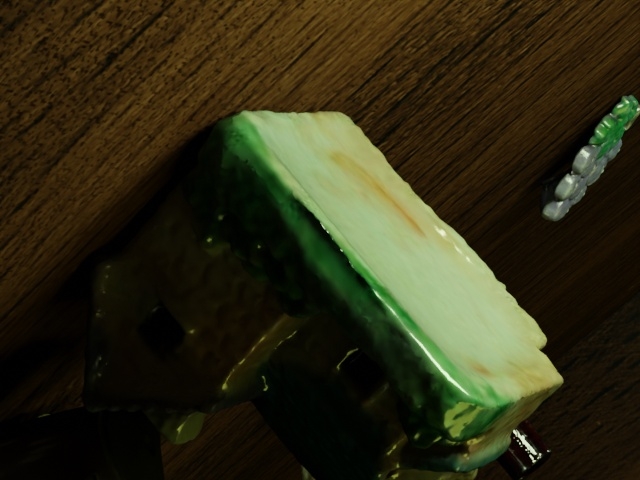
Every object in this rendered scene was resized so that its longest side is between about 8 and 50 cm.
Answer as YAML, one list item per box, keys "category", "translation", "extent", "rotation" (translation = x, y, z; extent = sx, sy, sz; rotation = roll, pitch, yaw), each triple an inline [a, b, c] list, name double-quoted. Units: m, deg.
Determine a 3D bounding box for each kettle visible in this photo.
- category: "kettle"
  translation: [-0.240, 0.217, 1.382]
  extent: [0.232, 0.144, 0.202]
  rotation: [-24, -172, 9]

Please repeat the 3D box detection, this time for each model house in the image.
- category: "model house"
  translation: [-0.019, 0.098, 1.303]
  extent: [0.280, 0.312, 0.245]
  rotation: [-46, 166, 21]

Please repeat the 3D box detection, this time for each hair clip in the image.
- category: "hair clip"
  translation: [0.327, -0.106, 2.032]
  extent: [0.124, 0.052, 0.195]
  rotation: [-34, 160, -54]

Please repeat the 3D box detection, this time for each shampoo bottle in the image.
- category: "shampoo bottle"
  translation: [0.178, 0.171, 2.037]
  extent: [0.104, 0.278, 0.104]
  rotation: [-35, 165, -11]

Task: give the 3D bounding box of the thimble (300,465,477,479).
- category: "thimble"
  translation: [0.092, 0.257, 2.199]
  extent: [0.229, 0.148, 0.196]
  rotation: [-10, 152, 15]

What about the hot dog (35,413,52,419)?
- category: "hot dog"
  translation: [-0.247, 0.193, 1.537]
  extent: [0.169, 0.061, 0.078]
  rotation: [7, 132, -33]
